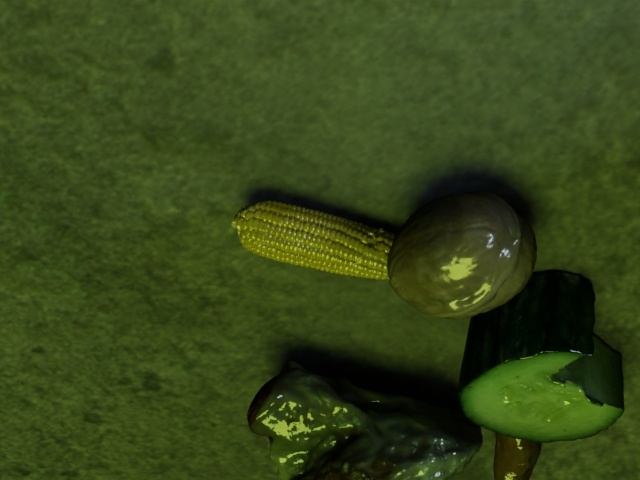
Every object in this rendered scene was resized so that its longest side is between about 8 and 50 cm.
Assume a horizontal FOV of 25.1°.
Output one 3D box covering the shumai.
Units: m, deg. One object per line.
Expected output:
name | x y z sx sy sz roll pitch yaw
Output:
shumai | 0.054 0.227 1.783 0.272 0.222 0.203 -18 87 2

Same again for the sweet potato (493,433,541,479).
sweet potato | 0.233 0.226 1.771 0.069 0.059 0.249 -17 118 -1

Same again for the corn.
corn | 0.000 0.000 1.625 0.206 0.067 0.067 12 137 7

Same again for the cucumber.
cucumber | 0.247 0.143 1.628 0.191 0.130 0.191 11 141 9

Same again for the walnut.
walnut | 0.149 0.017 1.532 0.162 0.140 0.140 -10 130 45
